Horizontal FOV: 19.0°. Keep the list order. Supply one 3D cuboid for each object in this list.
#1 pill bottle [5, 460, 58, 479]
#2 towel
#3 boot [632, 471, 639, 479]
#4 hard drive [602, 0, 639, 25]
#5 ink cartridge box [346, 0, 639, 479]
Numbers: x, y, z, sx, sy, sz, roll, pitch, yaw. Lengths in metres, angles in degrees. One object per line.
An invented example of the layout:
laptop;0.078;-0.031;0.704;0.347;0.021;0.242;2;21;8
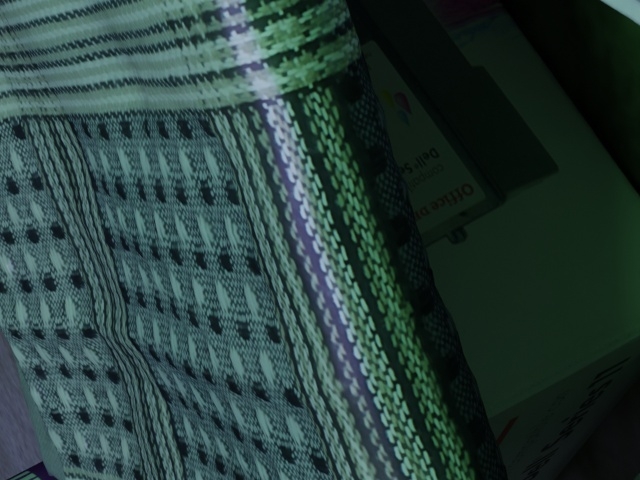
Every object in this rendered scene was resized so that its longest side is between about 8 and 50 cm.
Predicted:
pill bottle;-0.140;0.211;0.945;0.181;0.323;0.181;49;155;33
towel;-0.054;0.017;0.561;0.324;0.056;0.312;11;123;64
boot;0.182;0.163;0.456;0.280;0.096;0.264;53;156;23
hard drive;0.005;-0.187;0.358;0.339;0.064;0.237;37;152;14
ink cartridge box;0.000;0.000;0.657;0.353;0.119;0.207;58;158;17
